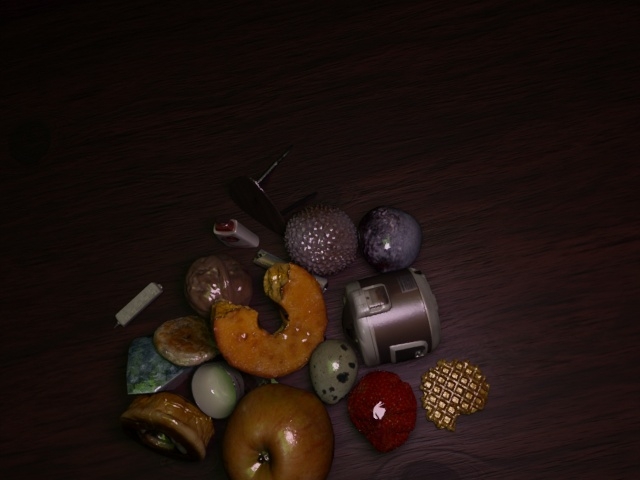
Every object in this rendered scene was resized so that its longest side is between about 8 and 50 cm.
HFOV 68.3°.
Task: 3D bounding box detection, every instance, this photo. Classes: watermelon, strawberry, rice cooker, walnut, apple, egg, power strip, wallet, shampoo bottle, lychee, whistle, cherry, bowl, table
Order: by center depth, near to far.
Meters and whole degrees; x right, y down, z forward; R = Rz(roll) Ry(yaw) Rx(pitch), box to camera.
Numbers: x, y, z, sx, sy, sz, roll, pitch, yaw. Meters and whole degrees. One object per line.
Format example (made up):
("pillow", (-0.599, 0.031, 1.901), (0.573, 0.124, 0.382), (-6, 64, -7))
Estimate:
("apple", (-0.142, 0.684, 1.588), (0.399, 0.334, 0.401), (-2, 71, 5))
("strawberry", (0.212, 0.570, 1.608), (0.250, 0.288, 0.239), (38, 85, 23))
("rice cooker", (0.237, 0.275, 1.681), (0.325, 0.335, 0.336), (-14, 71, 0))
("egg", (0.045, 0.465, 1.681), (0.176, 0.177, 0.228), (5, 65, 8))
("bowl", (-0.368, 0.542, 1.757), (0.211, 0.112, 0.212), (2, 96, 23))
("wallet", (-0.271, 0.512, 1.812), (0.230, 0.042, 0.124), (41, 87, 19))
("cherry", (0.267, -0.008, 1.815), (0.254, 0.218, 0.296), (28, 45, -20))
("watermelon", (-0.603, 0.492, 1.829), (0.289, 0.214, 0.320), (-1, 25, -26))
("lychee", (0.005, -0.003, 1.829), (0.299, 0.300, 0.300), (-2, 72, 6))
("walnut", (-0.395, 0.178, 1.838), (0.273, 0.273, 0.227), (48, 114, 18))
("shampoo bottle", (-0.353, -0.039, 1.875), (0.153, 0.284, 0.071), (3, 74, 9))
("whistle", (-0.122, 0.127, 1.913), (0.326, 0.057, 0.068), (24, 75, 14))
("power strip", (-0.761, 0.272, 1.955), (0.252, 0.027, 0.060), (-44, 73, -8))
("table", (-0.198, -0.230, 1.965), (0.317, 0.317, 0.249), (35, 66, 16))

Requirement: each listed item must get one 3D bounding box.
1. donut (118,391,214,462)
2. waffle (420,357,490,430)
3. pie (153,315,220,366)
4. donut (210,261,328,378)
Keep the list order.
("donut", (-0.540, 0.655, 1.682), (0.329, 0.330, 0.160), (11, 48, 10))
("waffle", (0.489, 0.553, 1.704), (0.253, 0.056, 0.249), (-5, 72, 4))
("pie", (-0.496, 0.378, 1.792), (0.274, 0.274, 0.055), (16, 117, 11))
("donut", (-0.187, 0.305, 1.731), (0.434, 0.163, 0.378), (-29, 106, -26))
